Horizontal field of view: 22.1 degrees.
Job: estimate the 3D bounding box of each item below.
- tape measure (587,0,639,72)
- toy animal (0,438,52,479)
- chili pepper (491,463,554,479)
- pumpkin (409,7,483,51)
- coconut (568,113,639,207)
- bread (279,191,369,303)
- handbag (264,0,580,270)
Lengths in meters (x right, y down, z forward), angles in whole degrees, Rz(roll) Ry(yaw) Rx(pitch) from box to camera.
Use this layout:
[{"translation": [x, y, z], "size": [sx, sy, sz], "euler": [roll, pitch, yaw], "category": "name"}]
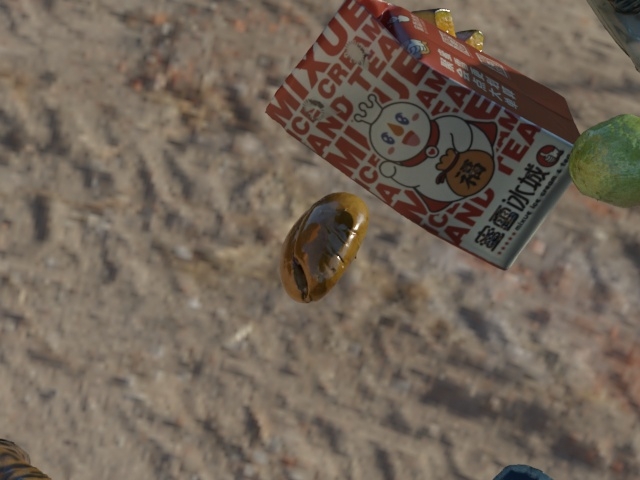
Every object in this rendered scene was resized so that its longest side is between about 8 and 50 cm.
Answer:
[{"translation": [0.213, -0.219, 1.137], "size": [0.084, 0.164, 0.330], "euler": [-26, 30, 16], "category": "tape measure"}, {"translation": [-0.276, 0.201, 1.378], "size": [0.116, 0.114, 0.255], "euler": [-30, 3, -5], "category": "toy animal"}, {"translation": [0.142, 0.223, 1.101], "size": [0.059, 0.227, 0.088], "euler": [-16, 65, 1], "category": "chili pepper"}, {"translation": [0.144, -0.171, 2.085], "size": [0.149, 0.254, 0.130], "euler": [0, 14, 41], "category": "pumpkin"}, {"translation": [0.273, -0.071, 1.476], "size": [0.096, 0.088, 0.088], "euler": [-15, 39, -17], "category": "coconut"}, {"translation": [0.000, 0.000, 2.089], "size": [0.114, 0.077, 0.189], "euler": [-15, 30, 31], "category": "bread"}, {"translation": [0.105, -0.115, 1.656], "size": [0.298, 0.171, 0.151], "euler": [25, 25, -19], "category": "handbag"}]
